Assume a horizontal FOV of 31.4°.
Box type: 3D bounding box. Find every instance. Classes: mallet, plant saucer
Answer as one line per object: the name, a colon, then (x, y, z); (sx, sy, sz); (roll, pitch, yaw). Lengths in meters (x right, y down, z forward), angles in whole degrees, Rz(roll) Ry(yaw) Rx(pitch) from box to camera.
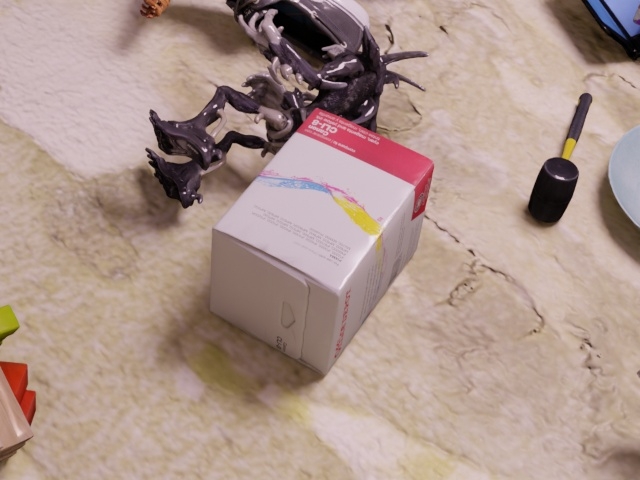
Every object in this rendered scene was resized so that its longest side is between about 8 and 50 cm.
mallet: (0.253, -0.088, 1.175); (0.039, 0.062, 0.189); (21, 37, 9)
plant saucer: (0.381, -0.043, 1.145); (0.195, 0.037, 0.195); (3, 51, -3)

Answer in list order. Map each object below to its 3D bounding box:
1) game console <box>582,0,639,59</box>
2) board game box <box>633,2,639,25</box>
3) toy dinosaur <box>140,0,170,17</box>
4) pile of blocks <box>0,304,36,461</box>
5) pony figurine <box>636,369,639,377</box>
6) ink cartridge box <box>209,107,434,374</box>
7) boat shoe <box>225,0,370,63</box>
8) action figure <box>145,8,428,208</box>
game console: (0.346, -0.273, 1.301); (0.107, 0.071, 0.122); (-22, 56, -1)
board game box: (0.491, -0.320, 1.285); (0.144, 0.142, 0.275); (33, 45, 19)
toy dinosaur: (-0.207, -0.376, 1.289); (0.218, 0.164, 0.322); (5, 27, -23)
pile of blocks: (-0.327, 0.036, 0.934); (0.113, 0.149, 0.362); (-23, 58, -40)
pony figurine: (0.459, 0.183, 0.857); (0.351, 0.303, 0.363); (33, 44, -21)
ink cartridge box: (0.000, 0.000, 1.010); (0.127, 0.128, 0.176); (27, 53, 15)
boat shoe: (-0.056, -0.255, 1.222); (0.229, 0.080, 0.076); (29, 59, -15)
action figure: (-0.037, -0.143, 1.107); (0.276, 0.164, 0.141); (-26, 63, -18)
